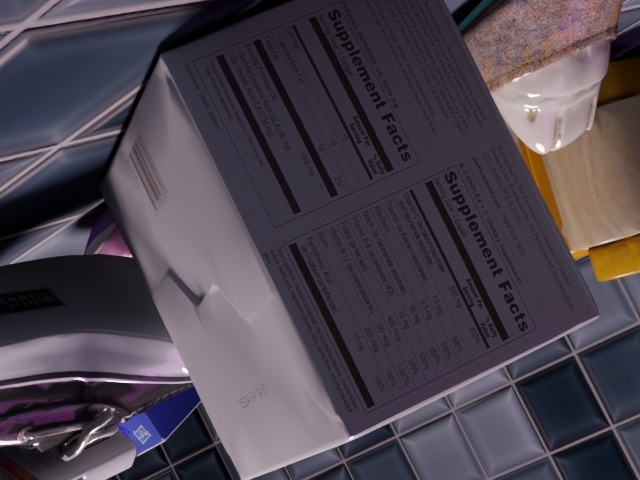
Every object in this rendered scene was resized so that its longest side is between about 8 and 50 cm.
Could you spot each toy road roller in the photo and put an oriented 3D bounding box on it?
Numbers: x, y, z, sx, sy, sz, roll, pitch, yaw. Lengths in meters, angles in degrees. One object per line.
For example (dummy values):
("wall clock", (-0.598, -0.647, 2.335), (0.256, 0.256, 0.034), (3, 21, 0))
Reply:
("toy road roller", (0.262, -0.063, 1.762), (0.240, 0.203, 0.329), (-17, -179, 21))

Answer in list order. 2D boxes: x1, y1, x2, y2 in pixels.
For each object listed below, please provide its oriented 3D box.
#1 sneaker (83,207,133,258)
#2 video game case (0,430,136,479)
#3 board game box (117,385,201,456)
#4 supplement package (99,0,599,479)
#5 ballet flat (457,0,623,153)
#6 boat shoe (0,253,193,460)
("sneaker", (-0.120, 0.021, 1.214), (0.095, 0.105, 0.236), (-8, 153, 2))
("video game case", (-0.251, 0.120, 1.068), (0.183, 0.201, 0.023), (-21, 133, -48))
("board game box", (-0.171, 0.115, 1.511), (0.233, 0.078, 0.347), (-30, -172, 29))
("supplement package", (0.000, 0.000, 0.906), (0.145, 0.204, 0.262), (-24, 175, -18))
("ballet flat", (0.120, -0.098, 1.108), (0.107, 0.106, 0.316), (-24, 174, -34))
("boat shoe", (-0.168, 0.083, 1.029), (0.306, 0.113, 0.105), (-7, 126, -48))
